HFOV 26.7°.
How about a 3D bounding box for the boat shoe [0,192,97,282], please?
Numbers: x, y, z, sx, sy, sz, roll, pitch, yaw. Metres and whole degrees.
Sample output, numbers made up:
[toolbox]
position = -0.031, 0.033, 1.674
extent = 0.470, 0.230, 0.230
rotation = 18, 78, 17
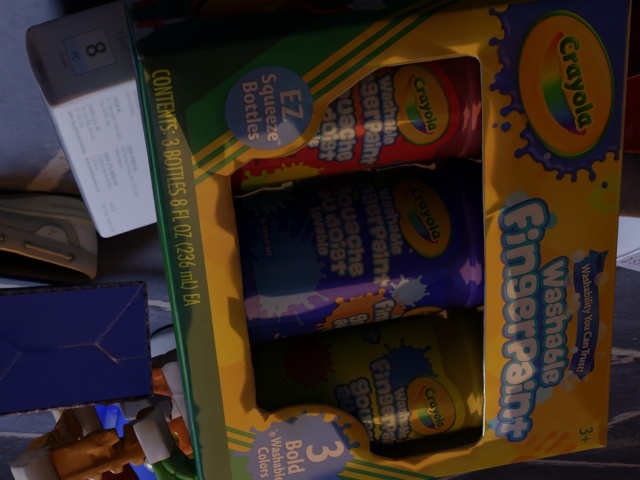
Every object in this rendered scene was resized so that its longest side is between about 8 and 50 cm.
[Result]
[boat shoe]
position = -0.400, 0.002, 1.516
extent = 0.302, 0.098, 0.109
rotation = 3, 159, -21

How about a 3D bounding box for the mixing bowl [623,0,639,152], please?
[mixing bowl]
position = 0.316, -0.162, 1.247
extent = 0.181, 0.098, 0.181
rotation = -4, 158, -2

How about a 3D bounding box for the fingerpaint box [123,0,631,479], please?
[fingerpaint box]
position = 0.051, -0.006, 1.129
extent = 0.371, 0.163, 0.445
rotation = -9, 122, -8

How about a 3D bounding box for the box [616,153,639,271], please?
[box]
position = 0.487, -0.046, 1.561
extent = 0.262, 0.127, 0.231
rotation = 12, 151, -40

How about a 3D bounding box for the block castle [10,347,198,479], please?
[block castle]
position = -0.126, 0.257, 1.667
extent = 0.453, 0.213, 0.303
rotation = -21, -169, 5

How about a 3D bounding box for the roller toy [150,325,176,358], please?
[roller toy]
position = -0.175, 0.218, 2.073
extent = 0.191, 0.146, 0.209
rotation = 7, 157, -28

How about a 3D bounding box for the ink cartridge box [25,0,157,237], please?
[ink cartridge box]
position = -0.060, -0.149, 1.271
extent = 0.385, 0.091, 0.308
rotation = -20, 160, -8

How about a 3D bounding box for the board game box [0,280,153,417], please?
[board game box]
position = -0.372, 0.128, 1.641
extent = 0.232, 0.141, 0.291
rotation = -3, 179, -33

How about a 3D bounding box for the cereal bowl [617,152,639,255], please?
[cereal bowl]
position = 0.180, -0.048, 1.427
extent = 0.339, 0.141, 0.339
rotation = -8, 168, -2

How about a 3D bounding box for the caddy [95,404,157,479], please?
[caddy]
position = -0.293, 0.334, 2.321
extent = 0.241, 0.179, 0.341
rotation = 10, 169, 30

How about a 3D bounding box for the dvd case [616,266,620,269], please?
[dvd case]
position = 0.375, -0.018, 1.739
extent = 0.238, 0.029, 0.179
rotation = 14, 153, -39
